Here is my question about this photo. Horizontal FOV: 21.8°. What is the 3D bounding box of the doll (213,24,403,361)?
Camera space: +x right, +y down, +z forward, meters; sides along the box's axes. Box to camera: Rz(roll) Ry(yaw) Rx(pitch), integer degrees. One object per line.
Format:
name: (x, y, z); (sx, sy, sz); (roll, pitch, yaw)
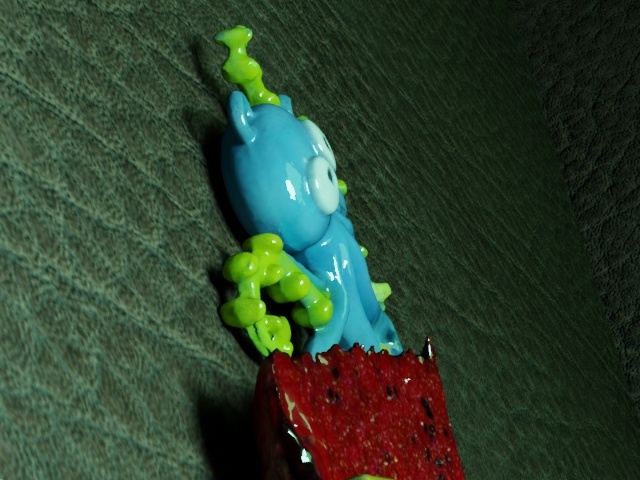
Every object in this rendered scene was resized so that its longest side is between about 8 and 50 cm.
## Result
doll: (0.000, 0.000, 1.504); (0.341, 0.099, 0.346); (53, 24, -34)

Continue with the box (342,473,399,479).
box: (0.112, 0.316, 1.158); (0.415, 0.116, 0.264); (21, 51, -58)

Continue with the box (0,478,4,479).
box: (-0.162, 0.220, 0.633); (0.226, 0.149, 0.226); (56, 20, -33)

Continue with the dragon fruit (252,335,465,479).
dragon fruit: (0.034, 0.219, 1.324); (0.343, 0.100, 0.282); (12, 57, -64)
